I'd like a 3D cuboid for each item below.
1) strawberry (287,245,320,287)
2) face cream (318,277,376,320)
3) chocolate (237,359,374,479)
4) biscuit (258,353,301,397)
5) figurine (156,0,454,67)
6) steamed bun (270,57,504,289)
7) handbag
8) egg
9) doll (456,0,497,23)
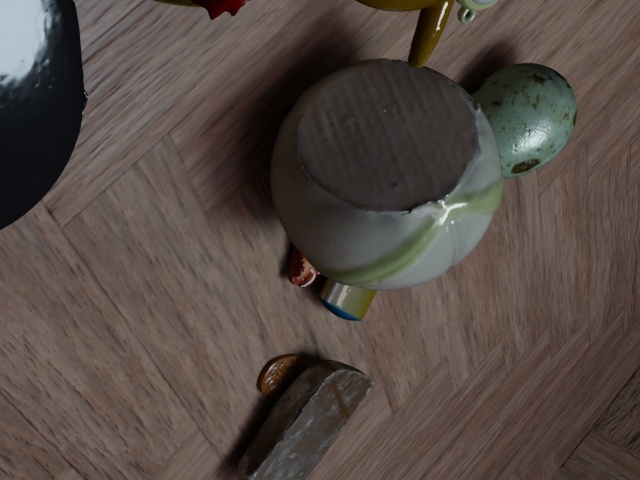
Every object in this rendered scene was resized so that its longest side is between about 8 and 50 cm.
[{"bbox_3d":[-0.002,-0.002,1.486,0.152,0.048,0.104,-52,155,7],"label":"strawberry"},{"bbox_3d":[0.084,-0.005,1.576,0.139,0.067,0.285,4,114,-63],"label":"face cream"},{"bbox_3d":[-0.038,0.293,1.655,0.254,0.080,0.157,-55,147,7],"label":"chocolate"},{"bbox_3d":[-0.064,0.217,1.614,0.091,0.015,0.078,-9,123,-50],"label":"biscuit"},{"bbox_3d":[0.032,-0.343,1.048,0.387,0.401,0.268,1,78,-56],"label":"figurine"},{"bbox_3d":[0.083,-0.065,1.331,0.309,0.309,0.309,-34,141,-33],"label":"steamed bun"},{"bbox_3d":[-0.322,-0.139,0.894,0.254,0.093,0.308,-32,139,-37],"label":"handbag"},{"bbox_3d":[0.304,-0.184,1.631,0.231,0.169,0.169,-38,144,-14],"label":"egg"},{"bbox_3d":[0.258,-0.435,1.401,0.141,0.117,0.296,-12,126,-46],"label":"doll"}]
